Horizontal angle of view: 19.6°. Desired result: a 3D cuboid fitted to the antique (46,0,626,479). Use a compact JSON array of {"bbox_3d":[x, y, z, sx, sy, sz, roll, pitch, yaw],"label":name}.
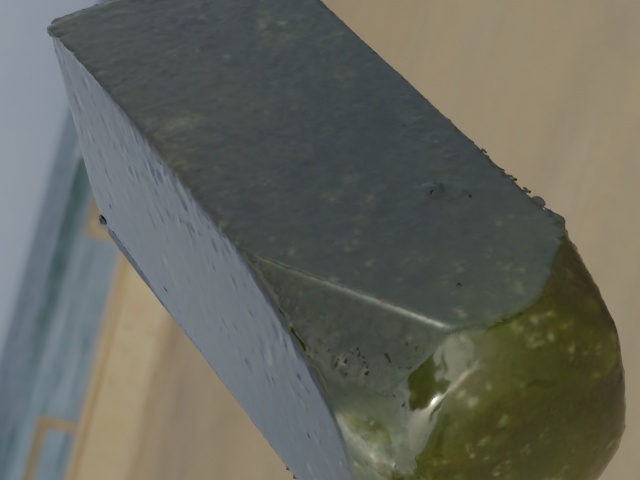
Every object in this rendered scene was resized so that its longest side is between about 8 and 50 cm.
[{"bbox_3d":[0.000,0.000,0.531,0.221,0.080,0.081,48,156,50],"label":"antique"}]
